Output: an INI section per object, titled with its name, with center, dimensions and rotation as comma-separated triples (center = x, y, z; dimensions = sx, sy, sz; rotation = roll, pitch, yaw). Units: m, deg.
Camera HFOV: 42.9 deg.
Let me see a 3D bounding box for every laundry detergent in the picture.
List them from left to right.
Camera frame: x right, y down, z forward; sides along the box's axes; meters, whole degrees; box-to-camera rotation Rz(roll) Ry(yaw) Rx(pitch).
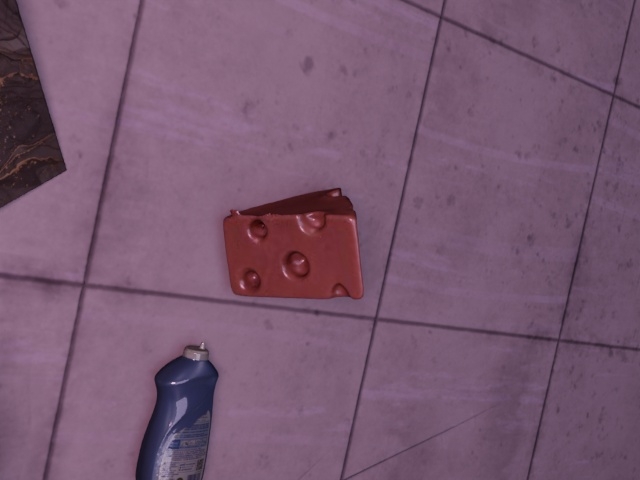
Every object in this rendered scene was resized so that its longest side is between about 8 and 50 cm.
[laundry detergent]
center = -0.187, 0.237, 1.105
dimensions = 0.096, 0.061, 0.206
rotation = 11, 92, -36

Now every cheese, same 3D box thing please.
[cheese]
center = -0.006, -0.006, 1.144
dimensions = 0.177, 0.202, 0.128
rotation = -35, 120, -60

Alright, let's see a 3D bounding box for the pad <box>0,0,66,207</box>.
[pad]
center = -0.395, -0.168, 0.805
dimensions = 0.247, 0.007, 0.368
rotation = -39, 138, -37
